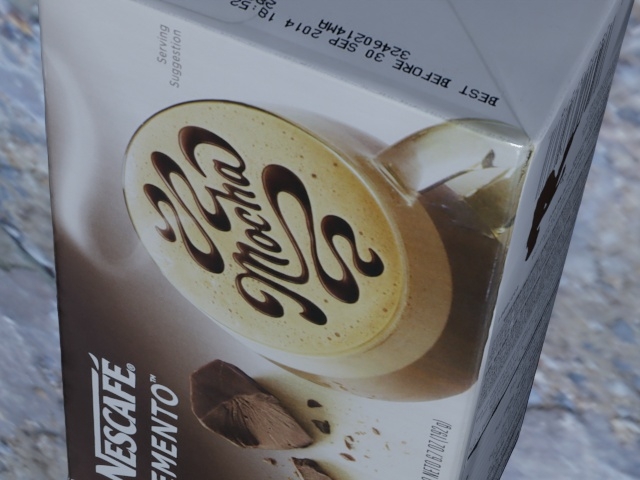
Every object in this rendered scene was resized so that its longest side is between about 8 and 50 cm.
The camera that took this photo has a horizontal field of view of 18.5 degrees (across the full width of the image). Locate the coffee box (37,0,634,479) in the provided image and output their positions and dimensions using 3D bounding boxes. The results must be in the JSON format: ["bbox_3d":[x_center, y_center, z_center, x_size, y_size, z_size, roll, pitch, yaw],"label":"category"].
[{"bbox_3d":[0.000,0.000,0.723,0.168,0.119,0.297,22,142,12],"label":"coffee box"}]
